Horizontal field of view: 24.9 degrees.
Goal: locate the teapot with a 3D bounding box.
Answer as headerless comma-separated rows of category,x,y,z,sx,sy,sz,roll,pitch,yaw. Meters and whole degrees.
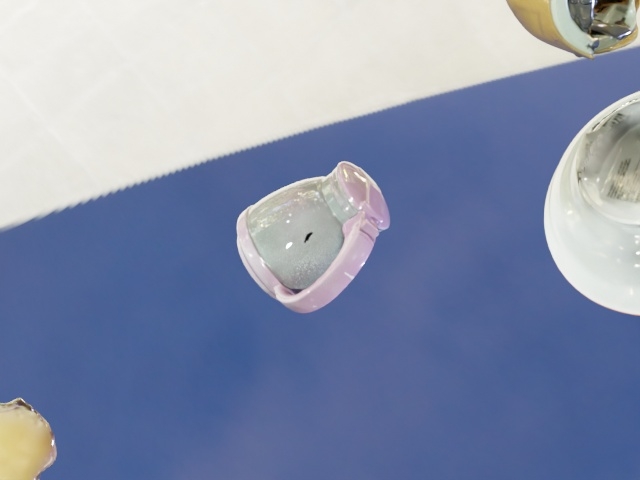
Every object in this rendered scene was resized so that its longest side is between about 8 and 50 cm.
teapot,-0.006,-0.008,1.411,0.146,0.148,0.116,-36,-86,22

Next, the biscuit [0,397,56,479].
biscuit,-0.199,0.085,0.541,0.183,0.061,0.118,21,-88,-11

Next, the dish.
dish,0.328,-0.061,1.399,0.260,0.260,0.085,-50,-40,-4

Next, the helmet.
helmet,0.247,-0.284,1.395,0.224,0.130,0.198,-42,-37,-41
